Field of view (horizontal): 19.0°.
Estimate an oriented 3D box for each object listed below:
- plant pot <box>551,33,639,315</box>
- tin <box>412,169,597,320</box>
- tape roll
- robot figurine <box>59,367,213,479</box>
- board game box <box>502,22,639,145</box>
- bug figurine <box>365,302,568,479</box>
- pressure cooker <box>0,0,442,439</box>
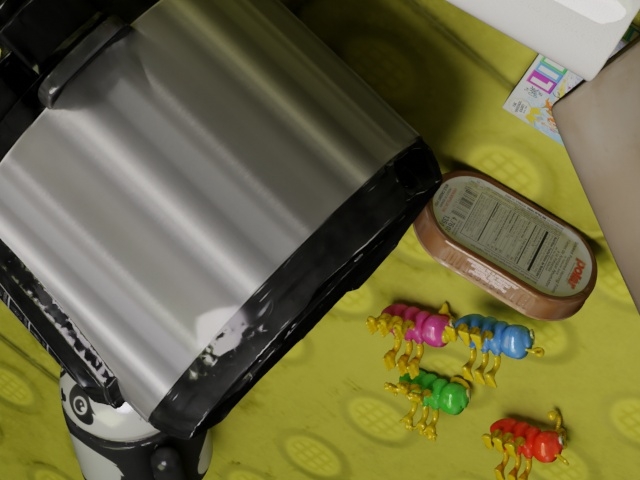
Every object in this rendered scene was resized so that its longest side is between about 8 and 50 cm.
[{"bbox_3d":[0.343,-0.055,1.514,0.280,0.323,0.323,52,143,0],"label":"plant pot"},{"bbox_3d":[0.179,0.004,1.839,0.190,0.106,0.040,31,144,1],"label":"tin"},{"bbox_3d":[0.186,-0.261,1.397,0.169,0.246,0.246,30,145,2],"label":"tape roll"},{"bbox_3d":[-0.227,0.220,2.344,0.209,0.173,0.278,15,142,18],"label":"robot figurine"},{"bbox_3d":[0.238,-0.140,1.691,0.103,0.026,0.154,32,145,0],"label":"board game box"},{"bbox_3d":[0.161,0.147,2.055,0.216,0.072,0.279,17,147,30],"label":"bug figurine"},{"bbox_3d":[-0.147,-0.076,1.747,0.420,0.375,0.370,45,131,4],"label":"pressure cooker"}]
